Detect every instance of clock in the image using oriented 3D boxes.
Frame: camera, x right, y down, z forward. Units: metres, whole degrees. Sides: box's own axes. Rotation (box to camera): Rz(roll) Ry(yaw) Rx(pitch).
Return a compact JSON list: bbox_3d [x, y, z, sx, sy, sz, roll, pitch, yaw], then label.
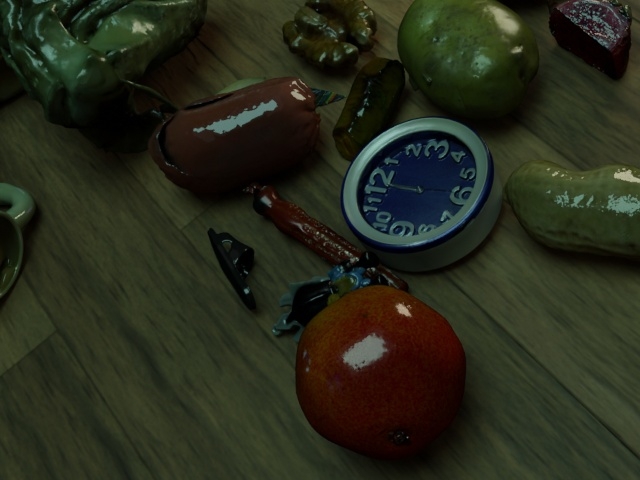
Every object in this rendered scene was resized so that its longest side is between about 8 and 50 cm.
[{"bbox_3d":[0.148,-0.069,1.486,0.230,0.083,0.230,-14,54,21],"label":"clock"}]

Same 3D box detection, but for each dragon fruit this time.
[{"bbox_3d":[0.424,-0.327,1.545,0.096,0.102,0.147,-45,64,-1],"label":"dragon fruit"}]

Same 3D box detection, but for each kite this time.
[{"bbox_3d":[-0.017,-0.230,1.707,0.122,0.004,0.090,-20,53,8],"label":"kite"}]

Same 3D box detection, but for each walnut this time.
[{"bbox_3d":[0.021,-0.350,1.730,0.143,0.069,0.170,-46,53,-9],"label":"walnut"}]

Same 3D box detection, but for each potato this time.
[{"bbox_3d":[0.224,-0.283,1.559,0.228,0.148,0.197,23,56,29],"label":"potato"}]

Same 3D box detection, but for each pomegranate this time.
[{"bbox_3d":[0.070,0.156,1.301,0.221,0.221,0.257,-33,37,-2],"label":"pomegranate"}]

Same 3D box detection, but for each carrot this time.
[{"bbox_3d":[0.076,-0.211,1.613,0.082,0.082,0.173,17,66,29],"label":"carrot"}]

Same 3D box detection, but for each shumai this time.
[{"bbox_3d":[-0.378,-0.337,1.696,0.395,0.395,0.348,-16,55,11],"label":"shumai"}]

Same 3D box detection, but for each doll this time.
[{"bbox_3d":[0.005,0.086,1.450,0.195,0.070,0.096,-32,70,23],"label":"doll"}]

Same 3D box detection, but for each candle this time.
[{"bbox_3d":[0.000,0.000,1.528,0.051,0.048,0.329,-42,54,-18],"label":"candle"}]

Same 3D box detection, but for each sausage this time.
[{"bbox_3d":[-0.134,-0.165,1.619,0.279,0.152,0.152,-17,55,7],"label":"sausage"}]

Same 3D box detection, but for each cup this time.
[{"bbox_3d":[-0.608,-0.021,1.698,0.202,0.173,0.255,10,64,24],"label":"cup"}]

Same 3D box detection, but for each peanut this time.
[{"bbox_3d":[0.360,-0.045,1.378,0.253,0.122,0.137,9,46,30],"label":"peanut"}]

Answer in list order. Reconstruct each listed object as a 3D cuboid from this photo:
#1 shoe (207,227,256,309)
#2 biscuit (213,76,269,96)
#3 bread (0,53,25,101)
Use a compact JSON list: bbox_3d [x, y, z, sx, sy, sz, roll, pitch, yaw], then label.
[{"bbox_3d":[-0.120,0.038,1.546,0.053,0.062,0.159,-24,52,-11],"label":"shoe"},{"bbox_3d":[-0.132,-0.220,1.736,0.152,0.020,0.152,-10,57,15],"label":"biscuit"},{"bbox_3d":[-0.670,-0.352,1.927,0.388,0.183,0.236,-40,51,-6],"label":"bread"}]
